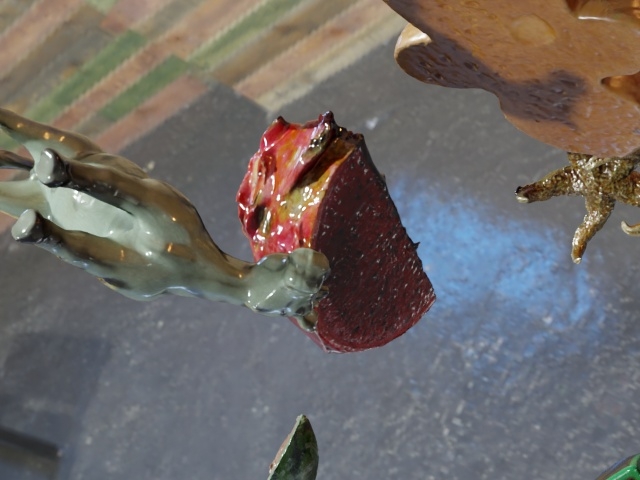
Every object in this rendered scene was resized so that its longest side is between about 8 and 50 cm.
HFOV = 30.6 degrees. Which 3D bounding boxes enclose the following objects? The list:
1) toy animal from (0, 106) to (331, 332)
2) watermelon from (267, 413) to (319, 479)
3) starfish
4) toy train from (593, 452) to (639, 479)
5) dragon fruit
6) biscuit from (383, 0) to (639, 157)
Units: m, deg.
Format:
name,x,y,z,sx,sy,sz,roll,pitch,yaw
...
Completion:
name,x,y,z,sx,sy,sz,roll,pitch,yaw
toy animal,-0.124,-0.012,0.690,0.255,0.170,0.090,30,91,19
watermelon,-0.051,0.349,1.835,0.080,0.101,0.155,45,119,29
starfish,0.307,-0.067,1.361,0.146,0.190,0.074,-18,33,27
toy train,0.448,0.500,1.798,0.429,0.178,0.249,-38,76,21
dragon fruit,0.000,0.000,1.066,0.163,0.261,0.189,-2,51,20
biscuit,0.126,-0.148,0.778,0.205,0.324,0.049,-1,61,47
